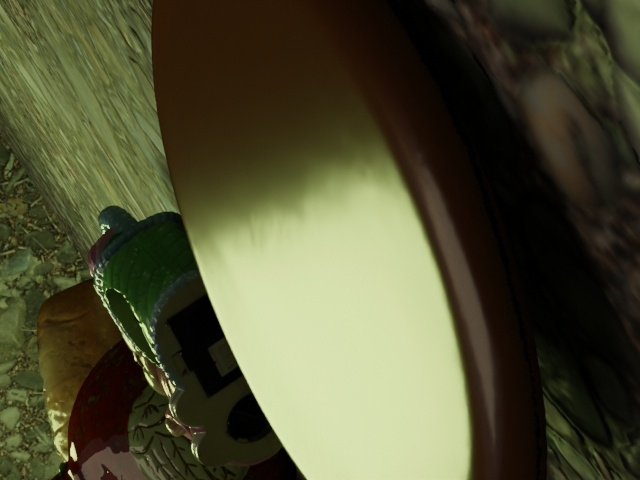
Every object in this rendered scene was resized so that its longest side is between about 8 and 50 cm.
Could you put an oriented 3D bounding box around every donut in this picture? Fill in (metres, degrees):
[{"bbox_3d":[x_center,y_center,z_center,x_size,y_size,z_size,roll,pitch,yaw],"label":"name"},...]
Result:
[{"bbox_3d":[-0.300,0.206,1.735,0.317,0.150,0.299,-99,-6,-59],"label":"donut"}]

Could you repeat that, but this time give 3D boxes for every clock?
[{"bbox_3d":[-0.111,0.062,0.941,0.195,0.100,0.194,35,152,54],"label":"clock"}]

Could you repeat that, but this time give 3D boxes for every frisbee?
[{"bbox_3d":[-0.004,0.004,0.412,0.251,0.021,0.251,49,150,41],"label":"frisbee"}]

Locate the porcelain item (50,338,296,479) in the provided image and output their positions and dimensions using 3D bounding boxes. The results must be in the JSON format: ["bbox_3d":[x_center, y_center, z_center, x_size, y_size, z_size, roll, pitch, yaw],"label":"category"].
[{"bbox_3d":[-0.158,0.215,1.195,0.253,0.253,0.253,53,167,17],"label":"porcelain item"}]
